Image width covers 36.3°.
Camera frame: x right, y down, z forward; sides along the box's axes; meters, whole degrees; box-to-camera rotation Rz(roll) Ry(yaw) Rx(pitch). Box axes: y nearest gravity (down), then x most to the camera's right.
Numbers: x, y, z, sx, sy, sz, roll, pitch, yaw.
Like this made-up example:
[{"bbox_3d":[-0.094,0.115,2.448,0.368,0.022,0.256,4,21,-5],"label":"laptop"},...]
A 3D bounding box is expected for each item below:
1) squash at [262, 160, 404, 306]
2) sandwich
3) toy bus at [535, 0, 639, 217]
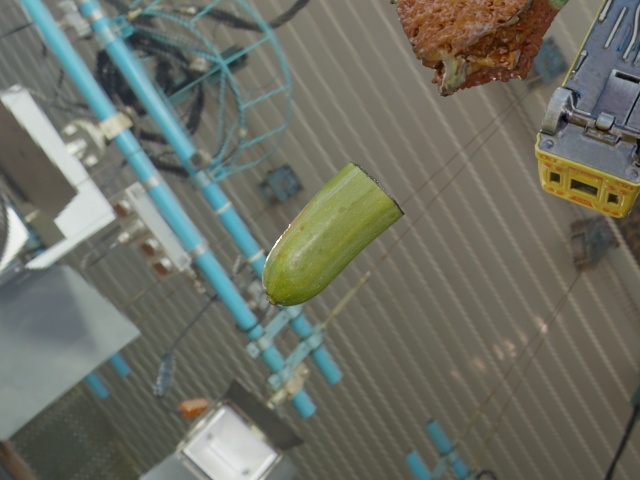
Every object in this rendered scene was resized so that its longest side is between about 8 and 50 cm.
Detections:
[{"bbox_3d":[0.000,0.000,1.151,0.188,0.095,0.095,-43,-90,0],"label":"squash"},{"bbox_3d":[0.226,-0.319,1.362,0.292,0.109,0.212,-14,-104,43],"label":"sandwich"},{"bbox_3d":[0.384,-0.201,1.189,0.144,0.330,0.152,23,-17,20],"label":"toy bus"}]
